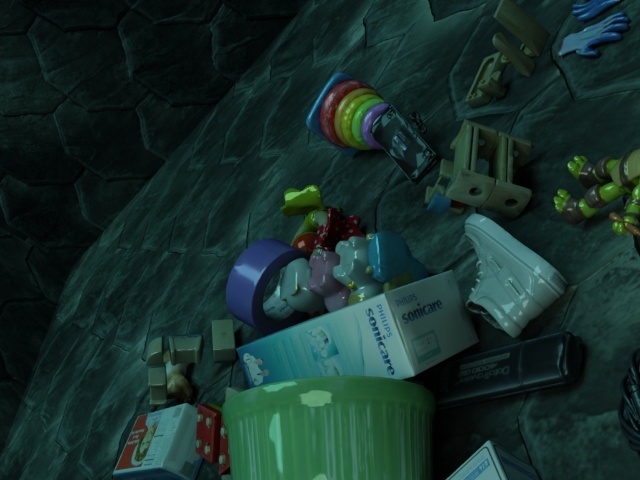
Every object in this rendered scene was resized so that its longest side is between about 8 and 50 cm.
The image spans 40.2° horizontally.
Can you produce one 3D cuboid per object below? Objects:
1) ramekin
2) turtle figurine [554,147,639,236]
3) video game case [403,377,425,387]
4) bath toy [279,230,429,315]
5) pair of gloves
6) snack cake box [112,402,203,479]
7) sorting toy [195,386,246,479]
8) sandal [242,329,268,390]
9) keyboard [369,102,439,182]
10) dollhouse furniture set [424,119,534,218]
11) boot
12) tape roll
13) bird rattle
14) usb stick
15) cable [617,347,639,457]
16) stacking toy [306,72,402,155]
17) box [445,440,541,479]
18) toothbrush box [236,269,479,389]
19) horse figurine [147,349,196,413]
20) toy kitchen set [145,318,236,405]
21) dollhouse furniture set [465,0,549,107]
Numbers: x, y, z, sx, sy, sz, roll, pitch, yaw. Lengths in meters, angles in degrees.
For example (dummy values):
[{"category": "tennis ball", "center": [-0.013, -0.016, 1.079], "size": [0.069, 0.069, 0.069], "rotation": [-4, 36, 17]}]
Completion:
[{"category": "ramekin", "center": [0.015, 0.299, 1.211], "size": [0.303, 0.303, 0.148], "rotation": [-30, 54, 45]}, {"category": "turtle figurine", "center": [0.433, -0.105, 1.209], "size": [0.217, 0.087, 0.269], "rotation": [-25, 46, 63]}, {"category": "video game case", "center": [0.078, 0.311, 1.422], "size": [0.212, 0.023, 0.193], "rotation": [-61, 23, -12]}, {"category": "bath toy", "center": [0.052, 0.084, 1.651], "size": [0.348, 0.129, 0.151], "rotation": [-18, 62, 56]}, {"category": "pair of gloves", "center": [0.498, -0.401, 1.559], "size": [0.159, 0.023, 0.198], "rotation": [-9, 50, 60]}, {"category": "snack cake box", "center": [-0.353, 0.467, 1.969], "size": [0.264, 0.089, 0.152], "rotation": [-24, 40, 51]}, {"category": "sorting toy", "center": [-0.144, 0.401, 1.506], "size": [0.255, 0.089, 0.257], "rotation": [2, 89, 63]}, {"category": "sandal", "center": [-0.123, 0.268, 1.847], "size": [0.097, 0.054, 0.254], "rotation": [-51, 25, 36]}, {"category": "keyboard", "center": [0.182, -0.214, 1.820], "size": [0.108, 0.023, 0.180], "rotation": [-51, 54, 22]}, {"category": "dollhouse furniture set", "center": [0.267, -0.083, 1.493], "size": [0.183, 0.129, 0.129], "rotation": [114, 172, -49]}, {"category": "boot", "center": [0.257, 0.051, 1.325], "size": [0.123, 0.095, 0.258], "rotation": [-47, 25, 3]}, {"category": "tape roll", "center": [-0.100, 0.096, 1.817], "size": [0.080, 0.189, 0.189], "rotation": [24, 79, 38]}, {"category": "bird rattle", "center": [0.000, 0.000, 1.926], "size": [0.207, 0.143, 0.253], "rotation": [-61, 34, 18]}, {"category": "usb stick", "center": [0.249, 0.188, 1.228], "size": [0.278, 0.045, 0.077], "rotation": [-26, 44, 49]}, {"category": "cable", "center": [0.391, 0.169, 0.973], "size": [0.150, 0.047, 0.184], "rotation": [-4, 56, 62]}, {"category": "stacking toy", "center": [0.120, -0.263, 1.978], "size": [0.165, 0.175, 0.302], "rotation": [-58, 34, 2]}, {"category": "box", "center": [0.206, 0.390, 0.987], "size": [0.169, 0.087, 0.290], "rotation": [-48, 24, 18]}, {"category": "toothbrush box", "center": [0.057, 0.160, 1.340], "size": [0.295, 0.126, 0.216], "rotation": [-25, -7, 34]}, {"category": "horse figurine", "center": [-0.378, 0.348, 2.206], "size": [0.174, 0.066, 0.263], "rotation": [-47, 25, 26]}, {"category": "toy kitchen set", "center": [-0.307, 0.292, 2.083], "size": [0.122, 0.207, 0.166], "rotation": [-104, 14, -60]}, {"category": "dollhouse furniture set", "center": [0.329, -0.365, 1.708], "size": [0.151, 0.123, 0.144], "rotation": [-10, 50, 59]}]
